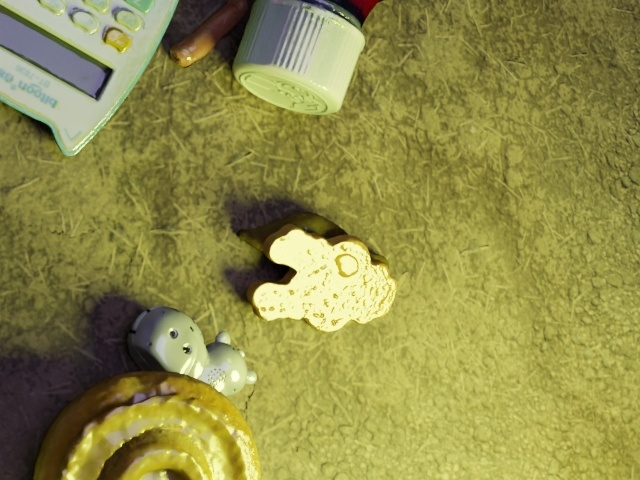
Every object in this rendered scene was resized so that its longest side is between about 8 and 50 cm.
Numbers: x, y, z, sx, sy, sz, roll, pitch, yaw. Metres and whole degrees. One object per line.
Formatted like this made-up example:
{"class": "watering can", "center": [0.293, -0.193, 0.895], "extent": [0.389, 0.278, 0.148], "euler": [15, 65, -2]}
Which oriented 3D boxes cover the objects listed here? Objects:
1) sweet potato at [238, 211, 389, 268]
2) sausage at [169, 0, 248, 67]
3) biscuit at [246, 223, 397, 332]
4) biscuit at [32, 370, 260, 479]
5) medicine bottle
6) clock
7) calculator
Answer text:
{"class": "sweet potato", "center": [0.002, -0.002, 2.071], "extent": [0.249, 0.059, 0.069], "euler": [12, 93, -31]}
{"class": "sausage", "center": [-0.155, -0.302, 2.056], "extent": [0.042, 0.036, 0.158], "euler": [52, 59, -19]}
{"class": "biscuit", "center": [0.008, 0.058, 2.043], "extent": [0.236, 0.040, 0.144], "euler": [13, 105, -36]}
{"class": "biscuit", "center": [-0.214, 0.309, 1.810], "extent": [0.296, 0.102, 0.296], "euler": [-2, 95, -19]}
{"class": "medicine bottle", "center": [0.013, -0.386, 2.054], "extent": [0.242, 0.242, 0.395], "euler": [26, 72, -23]}
{"class": "clock", "center": [-0.171, 0.152, 1.920], "extent": [0.117, 0.080, 0.176], "euler": [-45, 103, -29]}
{"class": "calculator", "center": [-0.324, -0.325, 1.894], "extent": [0.256, 0.054, 0.386], "euler": [29, 88, -22]}
